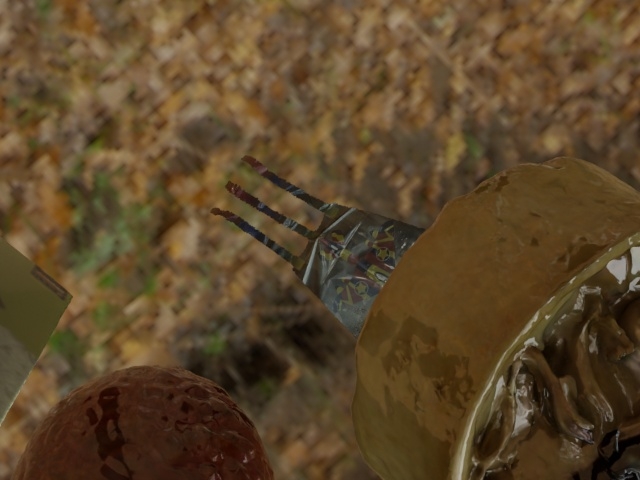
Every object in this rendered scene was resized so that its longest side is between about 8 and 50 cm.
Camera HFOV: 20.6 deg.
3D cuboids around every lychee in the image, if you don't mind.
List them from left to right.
[{"bbox_3d":[-0.151,0.234,1.501,0.255,0.255,0.300,-36,-171,-16],"label":"lychee"}]

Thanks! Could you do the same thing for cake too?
[{"bbox_3d":[0.229,0.137,1.308,0.332,0.321,0.332,-23,130,-30],"label":"cake"}]

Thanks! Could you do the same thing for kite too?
[{"bbox_3d":[0.000,0.000,1.920,0.141,0.245,0.015,-57,173,-10],"label":"kite"}]

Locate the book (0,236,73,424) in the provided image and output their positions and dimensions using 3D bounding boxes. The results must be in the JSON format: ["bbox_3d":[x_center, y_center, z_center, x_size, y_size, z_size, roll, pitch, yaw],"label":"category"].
[{"bbox_3d":[-0.312,0.027,1.323,0.035,0.239,0.352,-49,-172,13],"label":"book"}]
